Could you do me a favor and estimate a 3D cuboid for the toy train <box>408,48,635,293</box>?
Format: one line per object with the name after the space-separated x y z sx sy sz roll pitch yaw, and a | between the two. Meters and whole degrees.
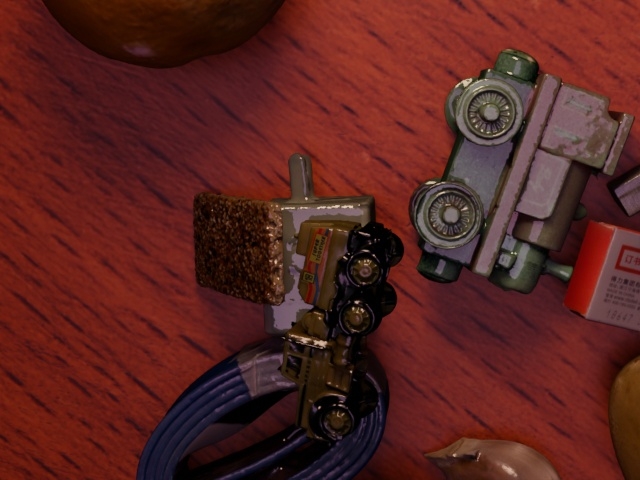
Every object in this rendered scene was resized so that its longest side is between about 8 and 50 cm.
0.239 -0.073 1.663 0.222 0.150 0.304 20 96 -4 | toy train

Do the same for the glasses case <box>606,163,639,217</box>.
0.460 -0.101 1.672 0.205 0.071 0.047 -31 95 7 | glasses case

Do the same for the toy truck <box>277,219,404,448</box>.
0.016 0.105 1.571 0.127 0.127 0.257 8 101 11 | toy truck

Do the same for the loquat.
-0.186 -0.361 1.585 0.329 0.328 0.328 1 96 5 | loquat

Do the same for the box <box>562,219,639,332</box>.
0.423 0.058 1.664 0.229 0.050 0.123 13 99 -18 | box

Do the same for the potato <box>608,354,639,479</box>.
0.440 0.210 1.672 0.203 0.178 0.158 -37 75 32 | potato

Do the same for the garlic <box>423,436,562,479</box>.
0.260 0.374 1.735 0.129 0.148 0.266 -17 90 -30 | garlic

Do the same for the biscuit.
-0.106 0.008 1.672 0.025 0.231 0.131 -6 97 -29 | biscuit

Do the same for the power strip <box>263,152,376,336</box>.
0.000 0.000 1.691 0.140 0.139 0.224 -1 96 6 | power strip

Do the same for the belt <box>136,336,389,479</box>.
-0.075 0.250 1.738 0.347 0.117 0.212 -30 94 9 | belt
